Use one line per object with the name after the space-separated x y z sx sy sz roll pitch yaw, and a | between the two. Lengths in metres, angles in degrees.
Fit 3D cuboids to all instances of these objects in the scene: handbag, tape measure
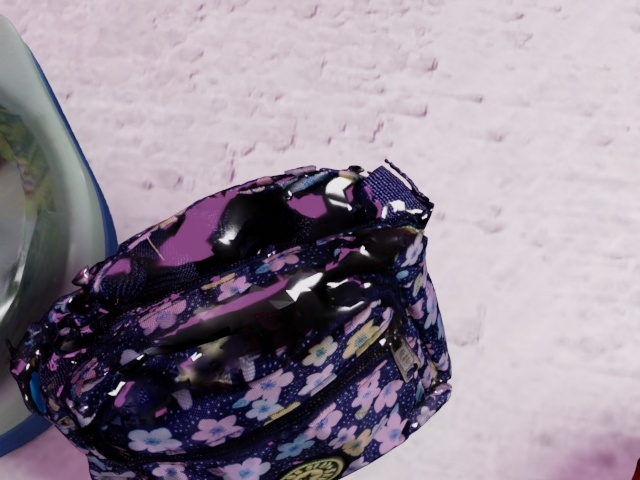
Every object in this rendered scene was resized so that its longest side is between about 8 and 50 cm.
-0.033 0.061 0.810 0.228 0.208 0.127 -26 62 -1 | handbag
-0.254 0.010 0.902 0.259 0.138 0.262 -27 67 -3 | tape measure

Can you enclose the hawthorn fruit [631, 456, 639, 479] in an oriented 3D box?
0.242 0.170 0.754 0.179 0.179 0.200 -7 83 5 | hawthorn fruit
